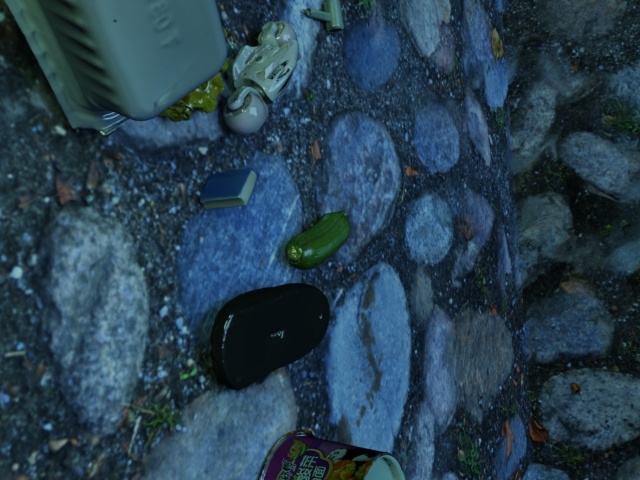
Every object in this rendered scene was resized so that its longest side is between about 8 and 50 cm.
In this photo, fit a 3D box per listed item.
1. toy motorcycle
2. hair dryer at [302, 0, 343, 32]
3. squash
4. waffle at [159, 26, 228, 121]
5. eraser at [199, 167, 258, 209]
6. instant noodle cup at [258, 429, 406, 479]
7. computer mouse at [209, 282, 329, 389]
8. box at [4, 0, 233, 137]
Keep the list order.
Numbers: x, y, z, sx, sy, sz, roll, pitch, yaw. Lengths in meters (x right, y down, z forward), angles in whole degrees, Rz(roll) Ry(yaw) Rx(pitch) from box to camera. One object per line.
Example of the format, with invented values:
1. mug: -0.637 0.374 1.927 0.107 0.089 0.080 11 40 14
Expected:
1. toy motorcycle: -0.092 -0.290 1.280 0.112 0.113 0.254 51 46 -42
2. hair dryer: 0.000 -0.477 1.534 0.124 0.038 0.063 -7 90 -51
3. squash: 0.000 0.000 1.418 0.219 0.068 0.077 -41 115 -53
4. waffle: -0.246 -0.312 1.085 0.311 0.060 0.307 60 40 -31
5. eraser: -0.148 -0.083 1.179 0.027 0.085 0.063 52 45 -42
6. instant noodle cup: 0.031 0.463 1.280 0.251 0.190 0.251 15 72 -57
7. computer mouse: -0.095 0.149 1.226 0.270 0.086 0.137 -19 107 -48
8. box: -0.216 -0.279 0.884 0.264 0.106 0.336 -41 150 -20
